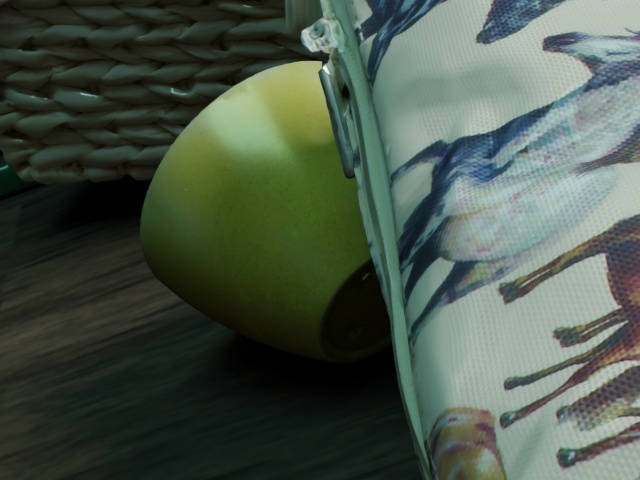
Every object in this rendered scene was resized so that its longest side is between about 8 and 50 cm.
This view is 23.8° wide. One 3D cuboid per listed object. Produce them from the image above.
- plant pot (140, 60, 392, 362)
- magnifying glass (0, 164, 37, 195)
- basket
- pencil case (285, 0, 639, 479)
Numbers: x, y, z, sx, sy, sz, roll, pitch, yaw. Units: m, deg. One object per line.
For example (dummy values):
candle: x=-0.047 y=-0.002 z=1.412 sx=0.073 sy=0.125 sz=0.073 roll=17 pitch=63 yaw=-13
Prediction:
plant pot: x=0.000 y=0.000 z=0.692 sx=0.134 sy=0.134 sz=0.095 roll=-32 pitch=54 yaw=-18
magnifying glass: x=-0.165 y=-0.064 z=1.018 sx=0.231 sy=0.026 sz=0.092 roll=-3 pitch=33 yaw=29
basket: x=-0.033 y=-0.220 z=0.905 sx=0.328 sy=0.266 sz=0.331 roll=1 pitch=34 yaw=25
pencil case: x=0.087 y=0.020 z=0.476 sx=0.184 sy=0.160 sz=0.410 roll=-7 pitch=37 yaw=2
